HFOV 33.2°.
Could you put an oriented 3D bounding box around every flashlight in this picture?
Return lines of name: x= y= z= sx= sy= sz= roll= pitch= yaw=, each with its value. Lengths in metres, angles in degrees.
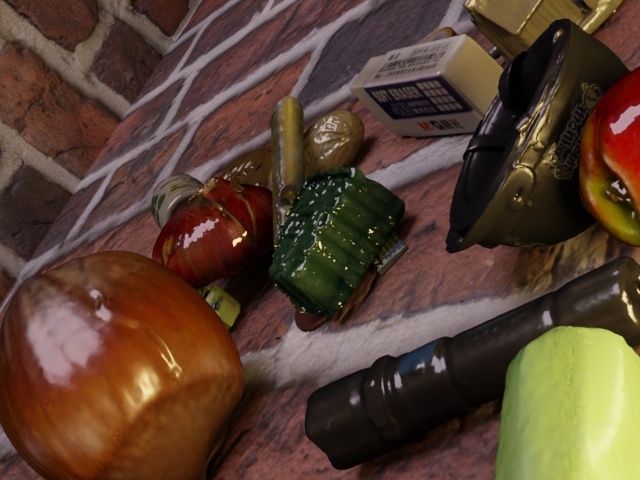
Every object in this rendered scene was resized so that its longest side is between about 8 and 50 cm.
flashlight: x=0.157 y=0.129 z=1.095 sx=0.424 sy=0.103 sz=0.103 roll=-30 pitch=29 yaw=35

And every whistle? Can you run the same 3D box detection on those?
whistle: x=-0.052 y=-0.090 z=1.722 sx=0.068 sy=0.057 sz=0.326 roll=118 pitch=154 yaw=-52

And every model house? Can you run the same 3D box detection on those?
model house: x=0.297 y=-0.329 z=1.462 sx=0.229 sy=0.188 sz=0.122 roll=-46 pitch=38 yaw=9

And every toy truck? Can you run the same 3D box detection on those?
toy truck: x=-0.190 y=0.152 z=1.711 sx=0.100 sy=0.077 sz=0.169 roll=-19 pitch=36 yaw=52

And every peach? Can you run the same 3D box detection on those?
peach: x=0.340 y=-0.086 z=0.983 sx=0.197 sy=0.197 sz=0.197 roll=-40 pitch=24 yaw=22

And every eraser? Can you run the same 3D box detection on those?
eraser: x=0.162 y=-0.220 z=1.583 sx=0.081 sy=0.124 sz=0.279 roll=-55 pitch=23 yaw=-14

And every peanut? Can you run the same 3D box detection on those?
peanut: x=-0.009 y=-0.137 z=1.820 sx=0.214 sy=0.090 sz=0.099 roll=-37 pitch=69 yaw=32

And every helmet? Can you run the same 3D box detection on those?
helmet: x=0.253 y=-0.089 z=1.156 sx=0.230 sy=0.160 sz=0.279 roll=167 pitch=125 yaw=-82

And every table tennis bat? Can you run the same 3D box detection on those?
table tennis bat: x=-0.003 y=0.073 z=1.571 sx=0.095 sy=0.014 sz=0.158 roll=-42 pitch=26 yaw=23

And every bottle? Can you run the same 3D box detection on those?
bottle: x=-0.254 y=-0.061 z=1.994 sx=0.120 sy=0.120 sz=0.253 roll=-50 pitch=23 yaw=0

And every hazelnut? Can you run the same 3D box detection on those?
hazelnut: x=-0.293 y=0.194 z=1.515 sx=0.372 sy=0.372 sz=0.315 roll=-47 pitch=-6 yaw=7

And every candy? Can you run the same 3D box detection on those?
candy: x=0.189 y=0.222 z=0.824 sx=0.142 sy=0.132 sz=0.344 roll=-17 pitch=36 yaw=27

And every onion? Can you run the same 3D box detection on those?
onion: x=-0.166 y=-0.010 z=1.780 sx=0.248 sy=0.161 sz=0.248 roll=-29 pitch=-10 yaw=-6

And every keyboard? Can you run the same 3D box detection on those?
keyboard: x=0.080 y=-0.004 z=1.540 sx=0.055 sy=0.014 sz=0.176 roll=-44 pitch=23 yaw=6

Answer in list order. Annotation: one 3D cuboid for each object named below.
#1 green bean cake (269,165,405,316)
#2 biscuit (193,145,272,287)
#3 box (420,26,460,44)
green bean cake: x=0.000 y=0.000 z=1.526 sx=0.208 sy=0.107 sz=0.193 roll=-59 pitch=25 yaw=-15
biscuit: x=-0.191 y=-0.046 z=2.073 sx=0.359 sy=0.046 sz=0.359 roll=-41 pitch=24 yaw=23
box: x=0.191 y=-0.305 z=1.780 sx=0.105 sy=0.037 sz=0.105 roll=-40 pitch=23 yaw=21
